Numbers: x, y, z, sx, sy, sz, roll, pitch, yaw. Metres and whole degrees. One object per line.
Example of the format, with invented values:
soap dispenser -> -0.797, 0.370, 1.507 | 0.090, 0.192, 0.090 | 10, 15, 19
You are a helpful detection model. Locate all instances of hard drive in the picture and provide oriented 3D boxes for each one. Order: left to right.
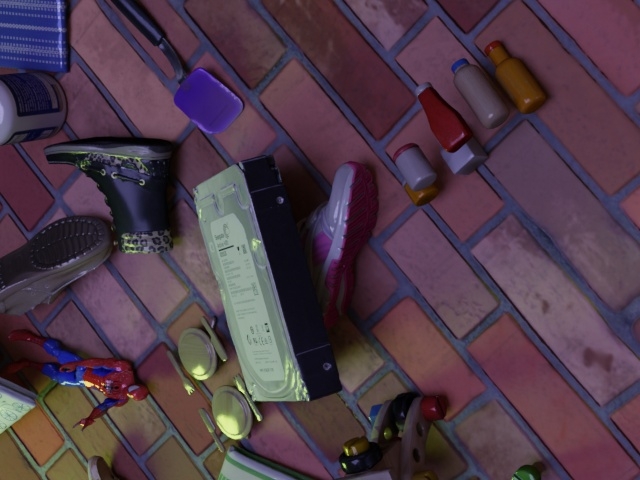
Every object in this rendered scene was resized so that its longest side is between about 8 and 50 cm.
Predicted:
hard drive -> -0.083, 0.062, 1.731 | 0.237, 0.064, 0.338 | -16, 89, 66

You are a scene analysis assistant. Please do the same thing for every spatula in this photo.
spatula -> -0.234, -0.284, 1.841 | 0.296, 0.030, 0.084 | 50, 121, 11

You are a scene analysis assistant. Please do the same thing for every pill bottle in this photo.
pill bottle -> -0.502, -0.206, 1.916 | 0.112, 0.187, 0.112 | 6, 102, 28

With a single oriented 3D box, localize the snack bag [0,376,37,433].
snack bag -> -0.680, 0.241, 2.038 | 0.343, 0.037, 0.323 | 32, 142, -20

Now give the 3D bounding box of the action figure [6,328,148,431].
action figure -> -0.418, 0.226, 1.992 | 0.280, 0.139, 0.091 | 12, 107, 24

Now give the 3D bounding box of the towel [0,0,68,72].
towel -> -0.505, -0.448, 1.964 | 0.243, 0.040, 0.335 | 9, 106, 26

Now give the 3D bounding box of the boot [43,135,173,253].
boot -> -0.331, -0.071, 1.908 | 0.236, 0.085, 0.178 | 3, 104, 28

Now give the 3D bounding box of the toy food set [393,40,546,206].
toy food set -> 0.170, -0.155, 1.598 | 0.232, 0.111, 0.104 | -43, 66, 30

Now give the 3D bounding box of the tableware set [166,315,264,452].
tableware set -> -0.155, 0.218, 1.896 | 0.128, 0.039, 0.194 | -43, 72, 41

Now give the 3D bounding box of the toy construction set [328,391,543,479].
toy construction set -> 0.141, 0.363, 1.641 | 0.309, 0.237, 0.257 | 11, 105, 27

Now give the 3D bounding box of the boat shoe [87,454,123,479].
boat shoe -> -0.347, 0.421, 2.040 | 0.045, 0.050, 0.135 | -16, 102, 28

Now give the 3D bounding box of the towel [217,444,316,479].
towel -> -0.074, 0.505, 1.910 | 0.248, 0.038, 0.324 | 18, 110, 27

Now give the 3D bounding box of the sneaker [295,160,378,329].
sneaker -> 0.000, 0.000, 1.726 | 0.111, 0.103, 0.252 | 25, 110, 21

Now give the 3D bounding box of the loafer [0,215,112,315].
loafer -> -0.445, 0.045, 1.994 | 0.269, 0.092, 0.102 | -23, 53, 17
